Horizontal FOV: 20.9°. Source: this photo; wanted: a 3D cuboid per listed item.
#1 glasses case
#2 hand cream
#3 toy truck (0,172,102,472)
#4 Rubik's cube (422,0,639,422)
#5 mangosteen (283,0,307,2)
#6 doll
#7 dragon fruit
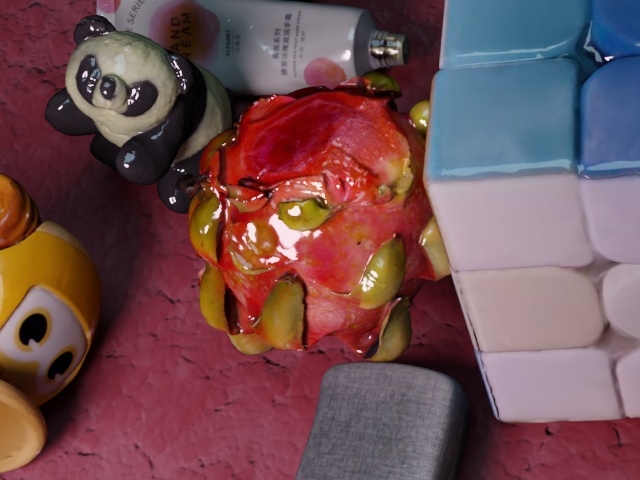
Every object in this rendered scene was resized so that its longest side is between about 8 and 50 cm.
[{"bbox_3d":[0.032,0.251,1.430,0.131,0.074,0.323,4,58,20],"label":"glasses case"},{"bbox_3d":[-0.075,-0.197,1.759,0.340,0.078,0.124,3,93,17],"label":"hand cream"},{"bbox_3d":[-0.341,0.084,1.572,0.288,0.204,0.212,-11,57,8],"label":"toy truck"},{"bbox_3d":[0.287,-0.082,1.405,0.346,0.347,0.344,-3,51,13],"label":"Rubik's cube"},{"bbox_3d":[-0.048,-0.265,1.806,0.081,0.081,0.081,-8,55,11],"label":"mangosteen"},{"bbox_3d":[-0.168,-0.123,1.657,0.143,0.234,0.135,32,90,27],"label":"doll"},{"bbox_3d":[-0.006,-0.016,1.484,0.227,0.243,0.307,-35,23,-31],"label":"dragon fruit"}]
